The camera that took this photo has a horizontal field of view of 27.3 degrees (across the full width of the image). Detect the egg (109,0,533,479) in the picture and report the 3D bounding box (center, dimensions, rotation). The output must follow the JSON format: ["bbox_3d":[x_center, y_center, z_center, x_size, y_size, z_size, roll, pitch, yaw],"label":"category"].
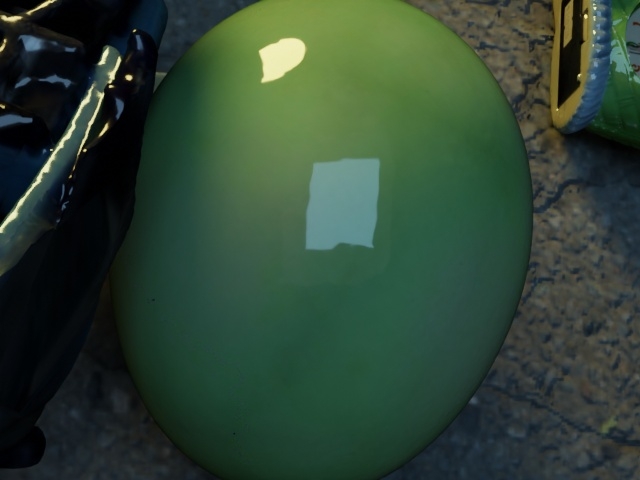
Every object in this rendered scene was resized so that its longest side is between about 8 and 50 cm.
[{"bbox_3d":[0.000,0.000,0.695,0.220,0.220,0.269,9,79,-11],"label":"egg"}]

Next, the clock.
[{"bbox_3d":[0.253,-0.143,0.866,0.195,0.100,0.194,6,77,-9],"label":"clock"}]

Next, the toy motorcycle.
[{"bbox_3d":[-0.170,-0.009,0.582,0.172,0.232,0.416,18,57,1],"label":"toy motorcycle"}]

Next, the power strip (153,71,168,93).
[{"bbox_3d":[-0.152,-0.054,0.730,0.192,0.035,0.081,-3,91,-40],"label":"power strip"}]
